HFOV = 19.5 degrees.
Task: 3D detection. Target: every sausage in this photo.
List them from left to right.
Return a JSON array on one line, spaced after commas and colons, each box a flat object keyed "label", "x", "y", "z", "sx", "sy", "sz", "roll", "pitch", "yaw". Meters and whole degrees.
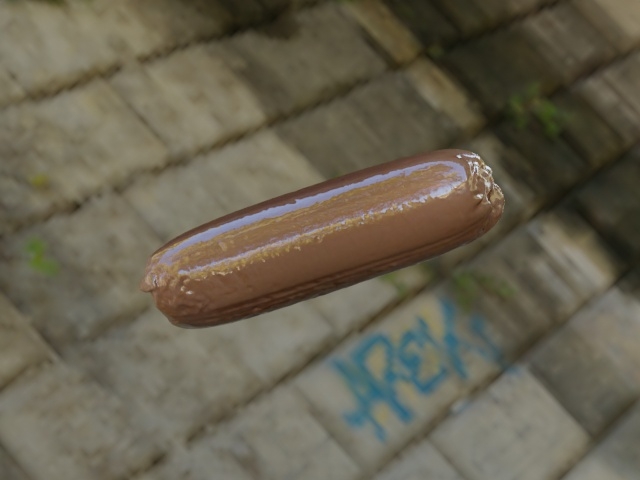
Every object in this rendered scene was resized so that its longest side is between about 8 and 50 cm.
[{"label": "sausage", "x": -0.001, "y": 0.000, "z": 1.433, "sx": 0.289, "sy": 0.086, "sz": 0.086, "roll": -17, "pitch": -4, "yaw": 13}]
